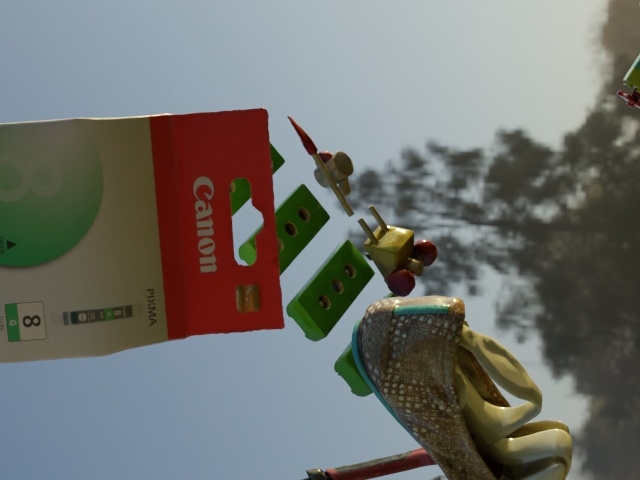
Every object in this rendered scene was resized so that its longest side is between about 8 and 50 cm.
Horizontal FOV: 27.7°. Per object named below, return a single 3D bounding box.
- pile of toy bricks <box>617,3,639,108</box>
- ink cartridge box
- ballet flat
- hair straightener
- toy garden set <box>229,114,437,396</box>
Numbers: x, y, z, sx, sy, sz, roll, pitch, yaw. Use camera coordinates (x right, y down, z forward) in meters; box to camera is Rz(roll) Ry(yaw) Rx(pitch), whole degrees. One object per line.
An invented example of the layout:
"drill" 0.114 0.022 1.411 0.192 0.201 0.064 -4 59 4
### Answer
"pile of toy bricks" 0.229 -0.123 0.800 0.105 0.212 0.118 -58 -3 8
"ink cartridge box" -0.145 -0.005 0.987 0.056 0.224 0.181 -95 1 -84
"ballet flat" 0.092 0.104 0.676 0.206 0.067 0.073 51 -146 -35
"hair straightener" 0.073 0.203 0.988 0.047 0.230 0.089 -161 61 -79
"toy garden set" 0.000 0.000 1.218 0.244 0.049 0.204 51 -138 -9
